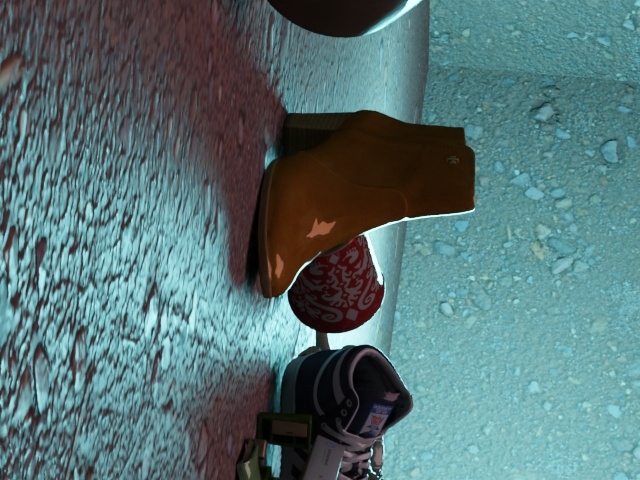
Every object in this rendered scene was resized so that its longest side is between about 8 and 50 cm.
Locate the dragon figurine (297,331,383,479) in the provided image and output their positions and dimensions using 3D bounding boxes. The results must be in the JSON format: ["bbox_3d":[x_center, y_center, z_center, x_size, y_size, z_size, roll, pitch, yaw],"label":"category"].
[{"bbox_3d":[0.020,0.208,2.291,0.144,0.085,0.289,89,-11,-45],"label":"dragon figurine"}]

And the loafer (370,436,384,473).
[{"bbox_3d":[0.019,0.361,2.512,0.111,0.112,0.319,-11,-110,59],"label":"loafer"}]

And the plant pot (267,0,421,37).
[{"bbox_3d":[0.040,-0.287,1.488,0.229,0.263,0.263,119,-18,-60],"label":"plant pot"}]

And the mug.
[{"bbox_3d":[-0.005,0.008,2.004,0.113,0.150,0.169,-44,156,-15],"label":"mug"}]

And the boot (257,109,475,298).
[{"bbox_3d":[0.052,-0.042,1.846,0.295,0.211,0.104,-77,169,-51],"label":"boot"}]

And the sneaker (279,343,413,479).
[{"bbox_3d":[0.031,0.254,2.043,0.153,0.099,0.282,-23,-114,48],"label":"sneaker"}]

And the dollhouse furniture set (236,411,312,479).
[{"bbox_3d":[-0.048,0.234,1.881,0.152,0.058,0.076,-71,165,-67],"label":"dollhouse furniture set"}]

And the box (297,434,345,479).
[{"bbox_3d":[-0.032,0.320,1.949,0.145,0.038,0.186,-65,178,-73],"label":"box"}]
